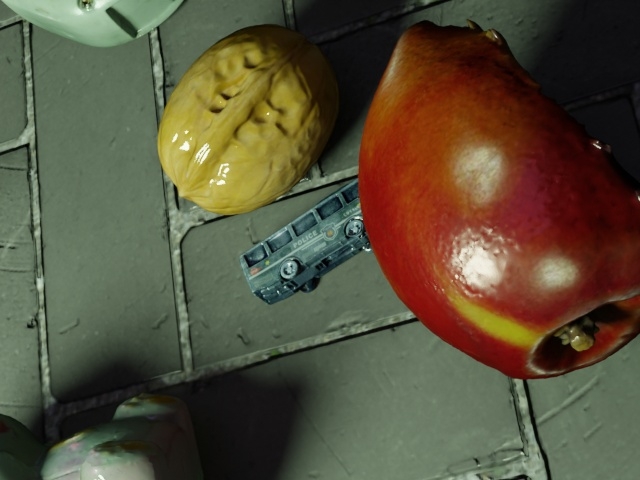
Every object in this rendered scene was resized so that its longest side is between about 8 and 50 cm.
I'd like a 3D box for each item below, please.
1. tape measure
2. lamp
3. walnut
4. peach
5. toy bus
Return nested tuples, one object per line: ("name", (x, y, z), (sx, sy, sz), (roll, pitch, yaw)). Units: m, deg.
("tape measure", (-0.247, -0.348, 1.495), (0.243, 0.125, 0.246), (9, 74, 26))
("lamp", (-0.263, 0.275, 1.242), (0.301, 0.247, 0.247), (-9, 107, 8))
("walnut", (-0.072, -0.120, 1.320), (0.159, 0.159, 0.207), (37, 83, 30))
("peach", (0.134, -0.029, 1.130), (0.201, 0.258, 0.362), (-38, 64, 0))
("toy bus", (0.000, 0.000, 1.302), (0.166, 0.047, 0.065), (-33, 58, 10))
